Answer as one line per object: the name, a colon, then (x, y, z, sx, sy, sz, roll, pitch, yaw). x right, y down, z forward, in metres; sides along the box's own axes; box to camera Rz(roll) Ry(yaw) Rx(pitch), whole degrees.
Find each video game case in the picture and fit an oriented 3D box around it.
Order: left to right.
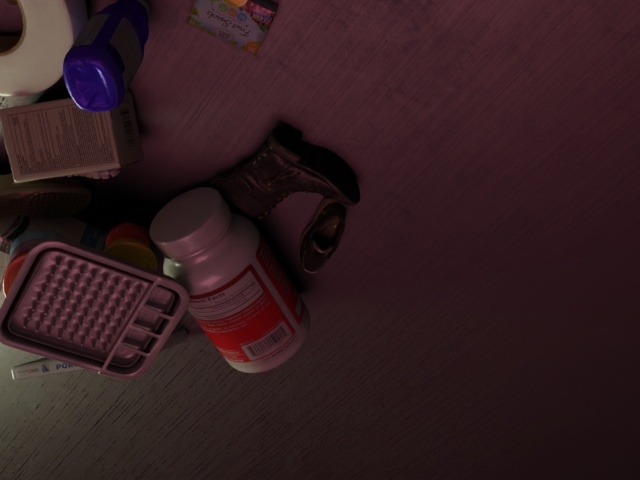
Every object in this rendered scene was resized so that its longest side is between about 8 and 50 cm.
video game case: (-0.526, 0.274, 1.968, 0.300, 0.329, 0.036, -11, 90, 14)

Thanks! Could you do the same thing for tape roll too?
tape roll: (-0.617, -0.438, 1.453, 0.392, 0.072, 0.391, 9, 136, 9)

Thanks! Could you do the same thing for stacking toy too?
stacking toy: (-0.507, 0.089, 1.738, 0.309, 0.130, 0.279, -3, 125, -11)

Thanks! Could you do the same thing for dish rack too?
dish rack: (-0.467, 0.134, 1.653, 0.333, 0.072, 0.285, 22, 117, -26)

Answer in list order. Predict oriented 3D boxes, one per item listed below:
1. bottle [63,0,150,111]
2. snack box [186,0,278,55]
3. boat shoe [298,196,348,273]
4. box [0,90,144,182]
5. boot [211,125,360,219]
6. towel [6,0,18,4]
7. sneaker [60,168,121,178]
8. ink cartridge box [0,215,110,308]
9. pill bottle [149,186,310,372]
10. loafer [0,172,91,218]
bottle: (-0.361, -0.339, 1.405, 0.092, 0.282, 0.118, -2, 131, 7)
snack box: (-0.162, -0.415, 1.482, 0.141, 0.037, 0.100, 23, 131, -13)
boat shoe: (0.001, 0.000, 1.802, 0.080, 0.073, 0.223, 18, 130, -9)
box: (-0.492, -0.208, 1.607, 0.233, 0.127, 0.148, -6, 101, 12)
boot: (-0.073, -0.113, 1.717, 0.263, 0.091, 0.229, 35, 131, -17)
towel: (-0.550, -0.502, 1.453, 0.110, 0.027, 0.148, -9, 129, 13)
sneaker: (-0.521, -0.178, 1.718, 0.191, 0.071, 0.082, -1, 111, 7)
ink cartridge box: (-0.703, 0.053, 1.860, 0.395, 0.166, 0.285, 26, 127, -17)
pill bottle: (-0.202, 0.089, 1.799, 0.229, 0.229, 0.407, -16, 127, 19)
loafer: (-0.634, -0.108, 1.741, 0.269, 0.092, 0.102, -2, 143, -29)
